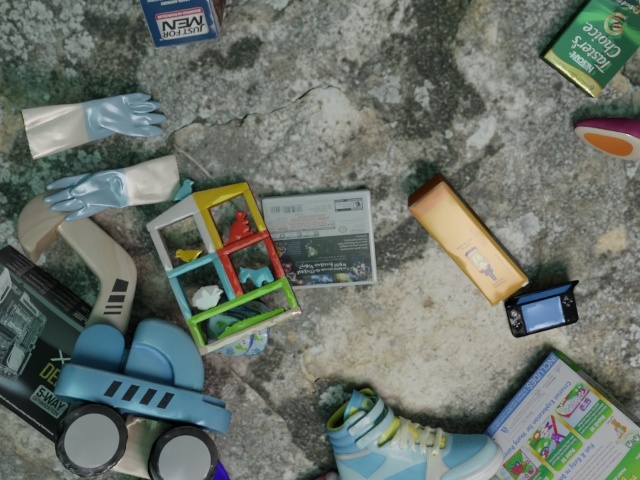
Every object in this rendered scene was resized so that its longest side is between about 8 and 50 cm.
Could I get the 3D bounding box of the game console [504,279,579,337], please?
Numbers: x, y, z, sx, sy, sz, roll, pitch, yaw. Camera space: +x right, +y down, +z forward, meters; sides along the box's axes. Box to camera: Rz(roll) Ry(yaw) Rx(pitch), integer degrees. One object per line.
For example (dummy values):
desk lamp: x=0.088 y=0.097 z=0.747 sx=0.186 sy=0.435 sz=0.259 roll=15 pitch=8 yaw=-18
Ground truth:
game console: x=0.391 y=0.121 z=1.223 sx=0.122 sy=0.071 sz=0.107 roll=-15 pitch=105 yaw=6

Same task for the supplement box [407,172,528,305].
supplement box: x=0.251 y=-0.002 z=1.197 sx=0.078 sy=0.080 sz=0.233 roll=-39 pitch=99 yaw=15

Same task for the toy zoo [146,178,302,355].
toy zoo: x=-0.175 y=0.028 z=1.216 sx=0.193 sy=0.030 sz=0.293 roll=-23 pitch=87 yaw=0

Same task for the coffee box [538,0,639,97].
coffee box: x=0.448 y=-0.329 z=1.099 sx=0.113 sy=0.040 sz=0.184 roll=38 pitch=106 yaw=-7

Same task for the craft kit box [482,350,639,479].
craft kit box: x=0.436 y=0.369 z=1.240 sx=0.246 sy=0.061 sz=0.249 roll=46 pitch=110 yaw=32

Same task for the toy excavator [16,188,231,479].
toy excavator: x=-0.343 y=0.172 z=1.198 sx=0.433 sy=0.222 sz=0.444 roll=17 pitch=68 yaw=-11

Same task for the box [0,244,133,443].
box: x=-0.540 y=0.198 z=1.318 sx=0.307 sy=0.076 sz=0.242 roll=40 pitch=105 yaw=-8

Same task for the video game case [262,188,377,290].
video game case: x=0.000 y=0.000 z=1.246 sx=0.191 sy=0.022 sz=0.173 roll=-4 pitch=106 yaw=5

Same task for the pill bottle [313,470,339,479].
pill bottle: x=-0.022 y=0.526 z=1.374 sx=0.160 sy=0.087 sz=0.087 roll=-32 pitch=102 yaw=12

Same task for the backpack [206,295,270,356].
backpack: x=-0.150 y=0.161 z=1.274 sx=0.115 sy=0.084 sz=0.104 roll=6 pitch=109 yaw=0

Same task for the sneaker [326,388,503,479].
sneaker: x=0.153 y=0.356 z=1.271 sx=0.319 sy=0.127 sz=0.208 roll=-16 pitch=105 yaw=20

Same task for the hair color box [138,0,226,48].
hair color box: x=-0.224 y=-0.469 z=0.976 sx=0.105 sy=0.173 sz=0.347 roll=-7 pitch=131 yaw=5

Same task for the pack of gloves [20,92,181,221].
pack of gloves: x=-0.365 y=-0.144 z=1.184 sx=0.232 sy=0.046 sz=0.194 roll=-15 pitch=112 yaw=-25

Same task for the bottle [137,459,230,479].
bottle: x=-0.320 y=0.519 z=1.392 sx=0.283 sy=0.092 sz=0.118 roll=-31 pitch=102 yaw=13

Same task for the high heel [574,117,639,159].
high heel: x=0.543 y=-0.191 z=1.132 sx=0.244 sy=0.082 sz=0.117 roll=12 pitch=73 yaw=16
